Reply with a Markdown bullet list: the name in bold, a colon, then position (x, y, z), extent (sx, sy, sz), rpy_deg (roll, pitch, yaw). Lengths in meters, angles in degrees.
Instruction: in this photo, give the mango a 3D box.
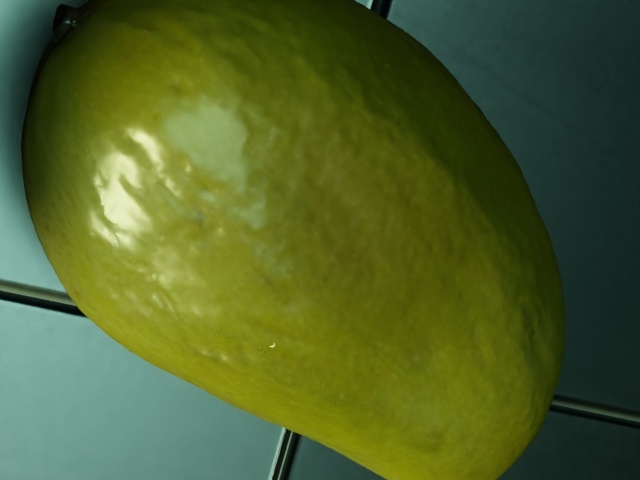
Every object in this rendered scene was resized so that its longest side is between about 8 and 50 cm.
- **mango**: position (0.003, -0.008, 0.847), extent (0.331, 0.142, 0.195), rpy_deg (30, 96, -30)
